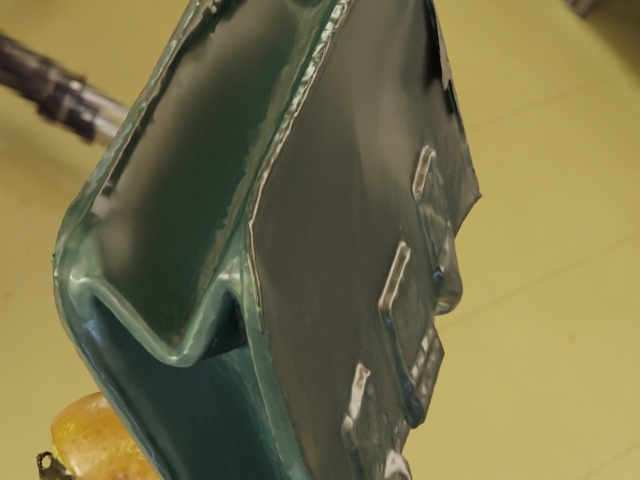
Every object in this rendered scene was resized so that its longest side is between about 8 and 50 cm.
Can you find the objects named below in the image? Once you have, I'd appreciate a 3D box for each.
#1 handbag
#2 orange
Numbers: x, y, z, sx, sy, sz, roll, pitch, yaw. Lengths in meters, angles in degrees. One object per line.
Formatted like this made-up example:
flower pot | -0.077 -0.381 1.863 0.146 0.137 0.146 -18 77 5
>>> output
handbag | 0.000 0.000 0.522 0.062 0.179 0.229 -1 40 20
orange | -0.127 0.166 1.188 0.160 0.112 0.170 16 5 41
